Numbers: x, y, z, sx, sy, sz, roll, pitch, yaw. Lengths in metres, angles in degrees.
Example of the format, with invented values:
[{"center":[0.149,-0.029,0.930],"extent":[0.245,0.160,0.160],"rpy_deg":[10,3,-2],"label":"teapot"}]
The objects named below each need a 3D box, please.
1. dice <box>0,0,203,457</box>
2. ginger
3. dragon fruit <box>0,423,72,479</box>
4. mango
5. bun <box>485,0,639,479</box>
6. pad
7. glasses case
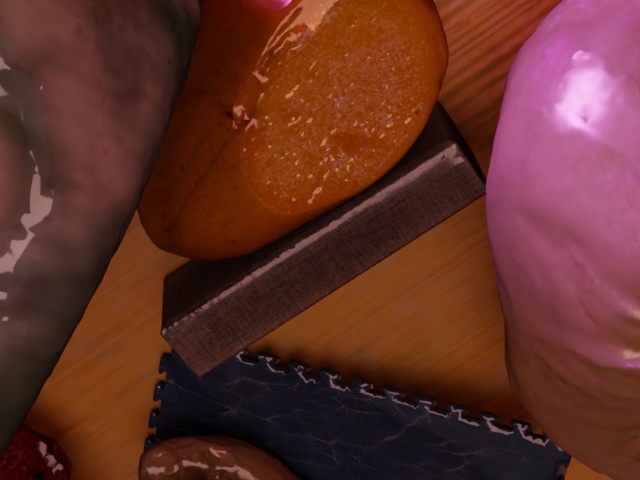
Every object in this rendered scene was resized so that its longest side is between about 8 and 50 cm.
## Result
[{"center":[-0.272,-0.068,0.673],"extent":[0.348,0.328,0.330],"rpy_deg":[25,109,-17],"label":"dice"},{"center":[-0.060,0.249,0.947],"extent":[0.149,0.065,0.258],"rpy_deg":[13,110,3],"label":"ginger"},{"center":[-0.277,0.184,0.905],"extent":[0.317,0.152,0.205],"rpy_deg":[28,68,-28],"label":"dragon fruit"},{"center":[-0.026,-0.076,0.816],"extent":[0.141,0.102,0.217],"rpy_deg":[32,110,-22],"label":"mango"},{"center":[0.254,0.000,0.801],"extent":[0.361,0.213,0.361],"rpy_deg":[-1,111,-3],"label":"bun"},{"center":[0.004,0.206,0.958],"extent":[0.270,0.012,0.268],"rpy_deg":[13,112,5],"label":"pad"},{"center":[0.000,0.000,0.865],"extent":[0.205,0.071,0.047],"rpy_deg":[-34,114,11],"label":"glasses case"}]
